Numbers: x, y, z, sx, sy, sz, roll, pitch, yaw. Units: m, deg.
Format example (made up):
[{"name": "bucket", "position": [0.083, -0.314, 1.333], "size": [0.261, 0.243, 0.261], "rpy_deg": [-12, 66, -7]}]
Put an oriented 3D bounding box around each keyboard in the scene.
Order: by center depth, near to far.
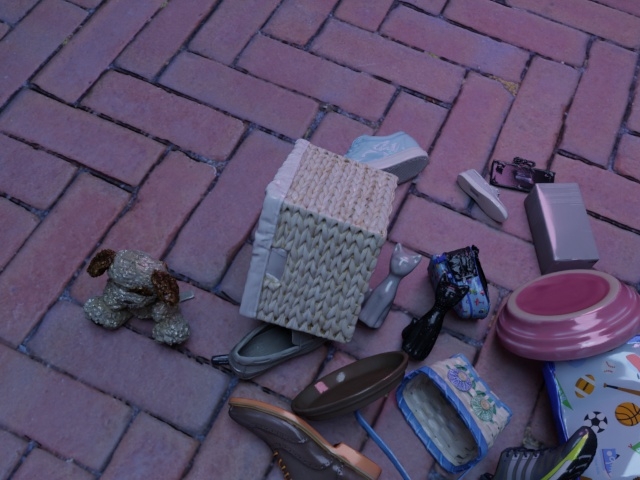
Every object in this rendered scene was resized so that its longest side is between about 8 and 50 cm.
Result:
[{"name": "keyboard", "position": [0.575, -0.187, 1.857], "size": [0.180, 0.023, 0.108], "rpy_deg": [13, 68, 2]}]

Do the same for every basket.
[{"name": "basket", "position": [0.245, 0.389, 1.414], "size": [0.289, 0.201, 0.255], "rpy_deg": [-29, 68, -29]}, {"name": "basket", "position": [0.000, 0.000, 1.484], "size": [0.266, 0.328, 0.331], "rpy_deg": [18, 31, 3]}]

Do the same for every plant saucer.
[{"name": "plant saucer", "position": [0.068, 0.317, 1.418], "size": [0.278, 0.278, 0.041], "rpy_deg": [-25, 91, -17]}, {"name": "plant saucer", "position": [0.566, 0.157, 1.510], "size": [0.332, 0.332, 0.084], "rpy_deg": [-25, 107, -17]}]

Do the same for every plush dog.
[{"name": "plush dog", "position": [-0.408, 0.102, 1.509], "size": [0.262, 0.225, 0.211], "rpy_deg": [16, 62, 5]}]

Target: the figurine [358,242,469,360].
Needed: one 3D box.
[{"name": "figurine", "position": [0.214, 0.138, 1.551], "size": [0.215, 0.092, 0.209], "rpy_deg": [35, 107, 15]}]

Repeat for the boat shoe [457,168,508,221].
[{"name": "boat shoe", "position": [0.457, -0.128, 1.797], "size": [0.063, 0.066, 0.184], "rpy_deg": [-32, 58, -18]}]

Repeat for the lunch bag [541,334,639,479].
[{"name": "lunch bag", "position": [0.703, 0.381, 1.430], "size": [0.385, 0.239, 0.328], "rpy_deg": [-5, 64, -1]}]

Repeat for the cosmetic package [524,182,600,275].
[{"name": "cosmetic package", "position": [0.635, -0.031, 1.732], "size": [0.127, 0.107, 0.238], "rpy_deg": [0, 64, -4]}]

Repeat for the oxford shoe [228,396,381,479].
[{"name": "oxford shoe", "position": [-0.056, 0.456, 1.402], "size": [0.363, 0.130, 0.133], "rpy_deg": [27, 69, 10]}]

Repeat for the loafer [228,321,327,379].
[{"name": "loafer", "position": [-0.068, 0.217, 1.529], "size": [0.319, 0.111, 0.112], "rpy_deg": [-30, 69, -25]}]

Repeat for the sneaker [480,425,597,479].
[{"name": "sneaker", "position": [0.442, 0.471, 1.362], "size": [0.111, 0.300, 0.121], "rpy_deg": [13, 36, -45]}]

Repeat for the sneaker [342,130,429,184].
[{"name": "sneaker", "position": [0.106, -0.207, 1.782], "size": [0.366, 0.135, 0.150], "rpy_deg": [-16, 56, -22]}]

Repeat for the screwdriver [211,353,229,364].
[{"name": "screwdriver", "position": [-0.173, 0.282, 1.550], "size": [0.170, 0.024, 0.025], "rpy_deg": [3, 91, -10]}]

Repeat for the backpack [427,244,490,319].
[{"name": "backpack", "position": [0.344, 0.117, 1.605], "size": [0.117, 0.158, 0.173], "rpy_deg": [-15, 75, -3]}]
